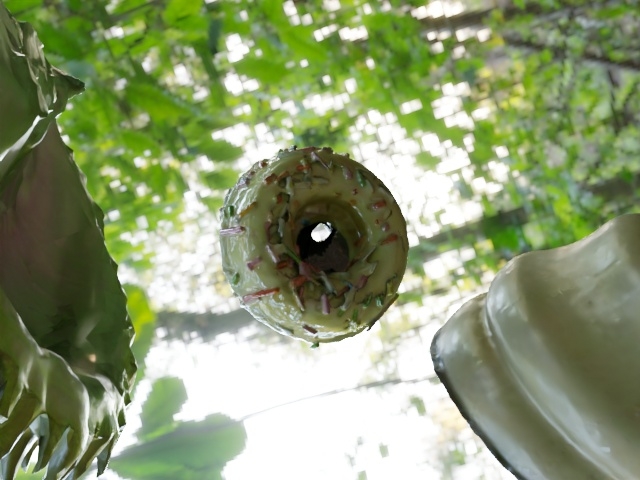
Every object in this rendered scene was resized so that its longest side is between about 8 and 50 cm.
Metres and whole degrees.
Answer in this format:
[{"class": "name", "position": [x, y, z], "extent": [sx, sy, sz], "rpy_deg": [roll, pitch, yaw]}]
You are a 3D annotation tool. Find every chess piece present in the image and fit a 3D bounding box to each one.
[{"class": "chess piece", "position": [0.193, -0.018, 0.441], "extent": [0.139, 0.307, 0.124], "rpy_deg": [48, -154, 11]}]

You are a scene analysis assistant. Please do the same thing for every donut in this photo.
[{"class": "donut", "position": [0.000, 0.000, 1.036], "extent": [0.175, 0.068, 0.174], "rpy_deg": [7, -105, -25]}]

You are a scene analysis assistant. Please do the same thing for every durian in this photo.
[{"class": "durian", "position": [-0.119, -0.014, 0.423], "extent": [0.352, 0.158, 0.169], "rpy_deg": [119, 175, -86]}]
